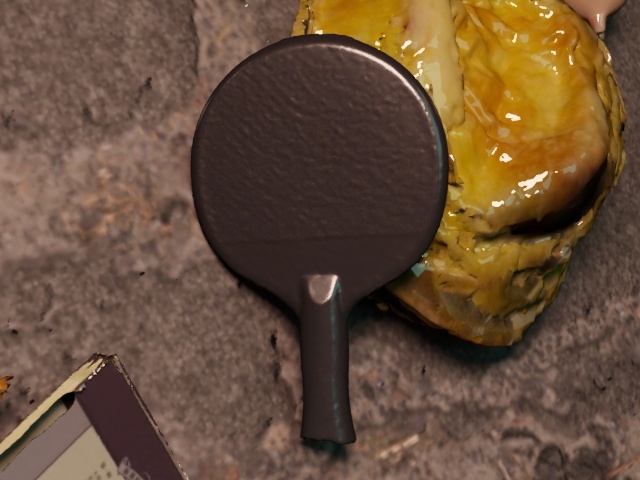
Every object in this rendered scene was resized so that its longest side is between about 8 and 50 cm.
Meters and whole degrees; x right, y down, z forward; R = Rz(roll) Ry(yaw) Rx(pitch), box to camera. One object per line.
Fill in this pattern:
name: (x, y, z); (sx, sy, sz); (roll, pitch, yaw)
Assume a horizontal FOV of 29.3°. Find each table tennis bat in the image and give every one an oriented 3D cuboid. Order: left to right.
table tennis bat: (0.000, 0.000, 0.704); (0.027, 0.150, 0.236); (-26, 114, -80)

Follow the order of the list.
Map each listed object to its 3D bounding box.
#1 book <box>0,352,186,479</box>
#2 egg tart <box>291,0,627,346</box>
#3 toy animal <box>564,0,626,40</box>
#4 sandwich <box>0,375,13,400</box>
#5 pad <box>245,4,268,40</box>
book: (-0.141, 0.183, 0.564); (0.231, 0.026, 0.157); (-46, 125, -37)
egg tart: (0.111, -0.082, 0.793); (0.297, 0.132, 0.297); (12, 70, -36)
toy animal: (0.203, -0.228, 0.947); (0.089, 0.083, 0.150); (-11, 84, -37)
sandwich: (-0.229, 0.069, 0.517); (0.159, 0.079, 0.235); (49, 53, -16)
pad: (-0.013, -0.249, 0.825); (0.375, 0.063, 0.315); (45, 53, -31)
